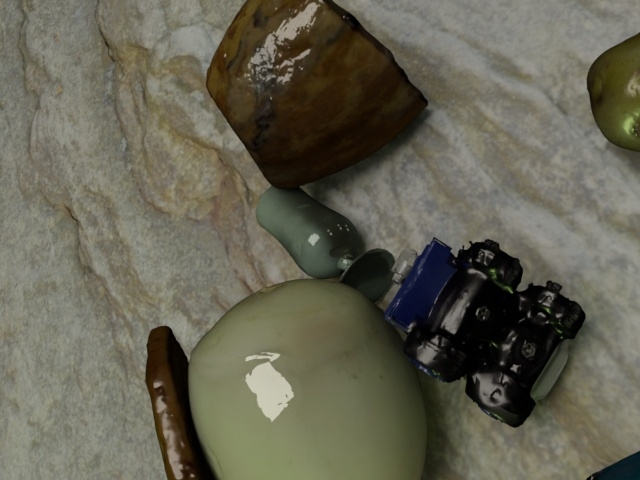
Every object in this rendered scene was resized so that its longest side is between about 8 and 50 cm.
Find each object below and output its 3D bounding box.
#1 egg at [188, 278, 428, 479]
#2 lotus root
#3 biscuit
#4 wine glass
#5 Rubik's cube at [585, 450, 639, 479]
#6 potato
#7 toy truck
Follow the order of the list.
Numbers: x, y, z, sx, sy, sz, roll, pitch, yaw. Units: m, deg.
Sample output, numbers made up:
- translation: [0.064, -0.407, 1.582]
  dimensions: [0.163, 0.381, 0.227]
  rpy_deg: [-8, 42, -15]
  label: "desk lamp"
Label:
- translation: [-0.008, 0.216, 0.939]
  dimensions: [0.283, 0.283, 0.345]
  rpy_deg: [-25, 84, 28]
  label: "egg"
- translation: [-0.048, -0.236, 1.104]
  dimensions: [0.250, 0.316, 0.316]
  rpy_deg: [-42, 53, 5]
  label: "lotus root"
- translation: [-0.168, 0.289, 1.024]
  dimensions: [0.046, 0.359, 0.359]
  rpy_deg: [-16, 60, -6]
  label: "biscuit"
- translation: [0.000, 0.000, 1.125]
  dimensions: [0.103, 0.103, 0.231]
  rpy_deg: [-56, 47, 7]
  label: "wine glass"
- translation: [0.390, 0.273, 0.534]
  dimensions: [0.313, 0.318, 0.316]
  rpy_deg: [-34, 74, 18]
  label: "Rubik's cube"
- translation: [0.404, -0.184, 0.864]
  dimensions: [0.200, 0.137, 0.155]
  rpy_deg: [-18, 63, 33]
  label: "potato"
- translation: [0.178, 0.099, 0.902]
  dimensions: [0.161, 0.213, 0.177]
  rpy_deg: [-57, 13, -6]
  label: "toy truck"
